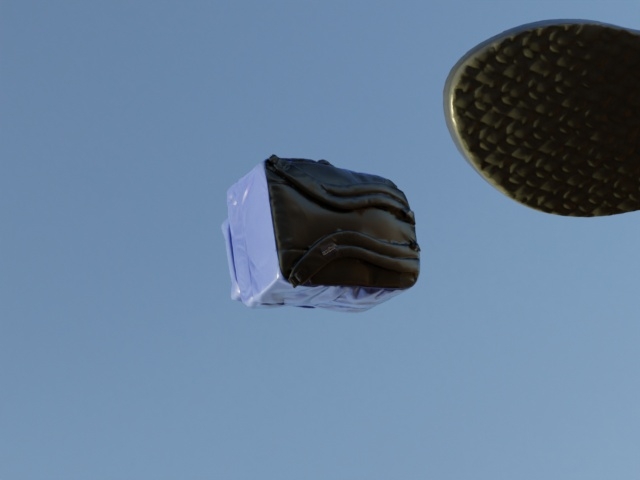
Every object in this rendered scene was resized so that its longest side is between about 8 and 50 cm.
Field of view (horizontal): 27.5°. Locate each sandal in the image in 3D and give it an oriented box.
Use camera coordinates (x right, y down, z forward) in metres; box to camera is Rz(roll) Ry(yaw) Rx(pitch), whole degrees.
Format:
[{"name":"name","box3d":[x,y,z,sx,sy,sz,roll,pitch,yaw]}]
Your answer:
[{"name":"sandal","box3d":[0.303,-0.115,1.162,0.445,0.107,0.168,-4,-75,-20]}]

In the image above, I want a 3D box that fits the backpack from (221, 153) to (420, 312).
[{"name":"backpack","box3d":[0.000,0.000,0.880,0.120,0.098,0.101,3,-18,-31]}]
